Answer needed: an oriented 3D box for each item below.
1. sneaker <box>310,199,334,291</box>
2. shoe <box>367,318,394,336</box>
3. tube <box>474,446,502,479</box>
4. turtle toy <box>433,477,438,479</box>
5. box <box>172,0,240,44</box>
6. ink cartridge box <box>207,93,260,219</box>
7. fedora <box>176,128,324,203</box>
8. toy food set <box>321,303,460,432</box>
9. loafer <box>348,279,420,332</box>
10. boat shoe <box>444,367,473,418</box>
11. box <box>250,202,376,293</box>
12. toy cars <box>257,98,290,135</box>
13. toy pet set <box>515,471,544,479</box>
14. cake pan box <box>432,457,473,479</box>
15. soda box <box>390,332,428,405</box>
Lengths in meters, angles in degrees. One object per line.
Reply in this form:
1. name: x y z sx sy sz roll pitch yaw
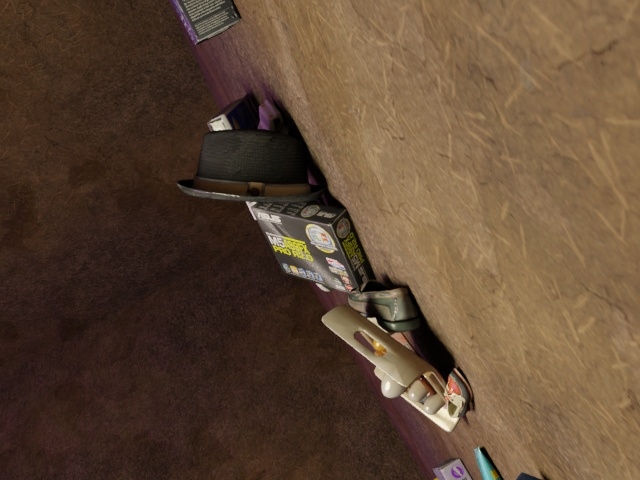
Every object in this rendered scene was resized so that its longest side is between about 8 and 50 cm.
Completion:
1. sneaker: 0.000 0.000 1.717 0.118 0.110 0.292 -113 6 -64
2. shoe: 0.165 0.247 1.601 0.077 0.058 0.219 55 171 49
3. tube: 0.357 0.510 1.267 0.080 0.052 0.207 86 160 -66
4. turtle toy: 0.407 0.788 2.034 0.095 0.066 0.130 63 175 -15
5. box: -0.273 -0.547 1.395 0.207 0.108 0.153 63 175 -18
6. ink cartridge box: -0.203 -0.253 1.877 0.307 0.072 0.304 -78 -36 -68
7. fedora: -0.153 -0.176 1.451 0.334 0.333 0.153 -139 52 -74
8. toy food set: 0.139 0.259 1.242 0.219 0.092 0.306 33 168 37
9. loafer: 0.124 0.112 1.280 0.267 0.096 0.084 -161 62 -71
10. boat shoe: 0.243 0.276 1.147 0.049 0.043 0.137 59 173 42
11. box: -0.019 0.009 1.491 0.270 0.060 0.216 14 140 43
12. toy cars: -0.122 -0.232 1.677 0.177 0.087 0.394 61 174 4
13. toy pet set: 0.333 0.385 0.914 0.114 0.065 0.122 14 148 32
14. cake pan box: 0.404 0.724 1.757 0.246 0.070 0.267 61 175 21
15. soda box: 0.202 0.291 1.466 0.183 0.062 0.058 54 171 53
